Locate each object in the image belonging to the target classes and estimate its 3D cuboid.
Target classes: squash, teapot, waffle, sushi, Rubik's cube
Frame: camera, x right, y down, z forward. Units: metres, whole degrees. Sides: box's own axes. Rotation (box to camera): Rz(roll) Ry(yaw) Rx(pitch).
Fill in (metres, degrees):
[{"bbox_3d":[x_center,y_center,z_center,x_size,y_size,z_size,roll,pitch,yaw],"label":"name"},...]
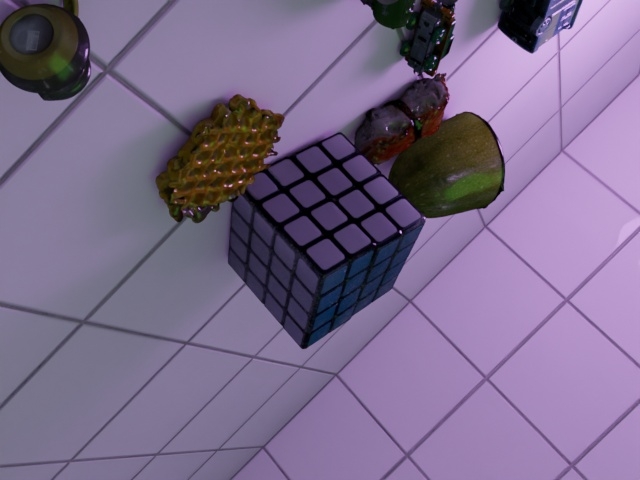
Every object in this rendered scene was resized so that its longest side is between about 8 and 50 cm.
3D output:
[{"bbox_3d":[0.334,-0.211,2.218,0.309,0.310,0.310,-13,147,-21],"label":"squash"},{"bbox_3d":[-0.379,-0.278,1.049,0.119,0.130,0.165,94,13,-79],"label":"teapot"},{"bbox_3d":[-0.216,-0.167,1.571,0.329,0.062,0.329,-36,158,-17],"label":"waffle"},{"bbox_3d":[0.219,-0.321,1.971,0.332,0.130,0.124,-31,160,-15],"label":"sushi"},{"bbox_3d":[0.000,0.000,1.861,0.337,0.344,0.344,-31,154,-28],"label":"Rubik's cube"}]

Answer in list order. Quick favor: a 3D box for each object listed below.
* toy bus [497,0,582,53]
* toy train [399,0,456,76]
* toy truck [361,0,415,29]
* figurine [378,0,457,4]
[{"bbox_3d":[0.591,-0.666,1.942,0.190,0.152,0.312,-36,156,-19],"label":"toy bus"},{"bbox_3d":[0.269,-0.494,1.789,0.136,0.091,0.227,-42,159,-33],"label":"toy train"},{"bbox_3d":[0.145,-0.537,1.451,0.101,0.125,0.242,-31,153,-27],"label":"toy truck"},{"bbox_3d":[0.060,-0.447,1.107,0.266,0.377,0.361,-10,145,-32],"label":"figurine"}]
